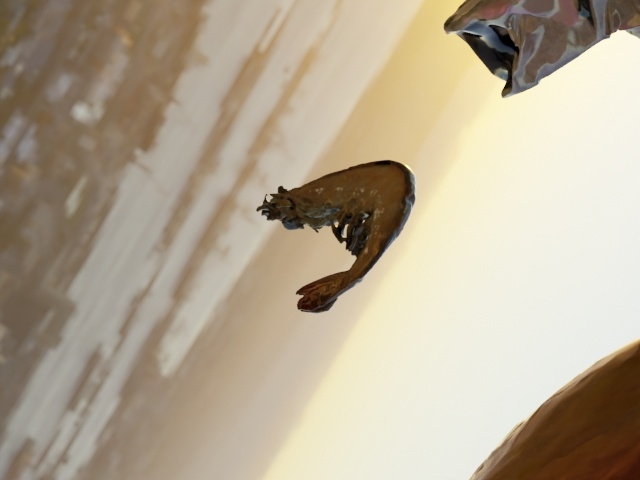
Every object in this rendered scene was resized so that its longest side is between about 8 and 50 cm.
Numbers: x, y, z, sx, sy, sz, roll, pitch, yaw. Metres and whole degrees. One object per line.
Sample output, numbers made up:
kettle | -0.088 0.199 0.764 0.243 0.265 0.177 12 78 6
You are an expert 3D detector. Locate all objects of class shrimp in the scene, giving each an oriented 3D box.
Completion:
shrimp | 0.001 0.001 1.237 0.178 0.034 0.124 -7 -126 47

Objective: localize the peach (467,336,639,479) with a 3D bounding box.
peach | 0.121 0.155 0.438 0.281 0.281 0.238 -60 -151 31

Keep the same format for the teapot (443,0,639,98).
teapot | 0.174 -0.143 0.670 0.178 0.163 0.222 -52 170 -52
